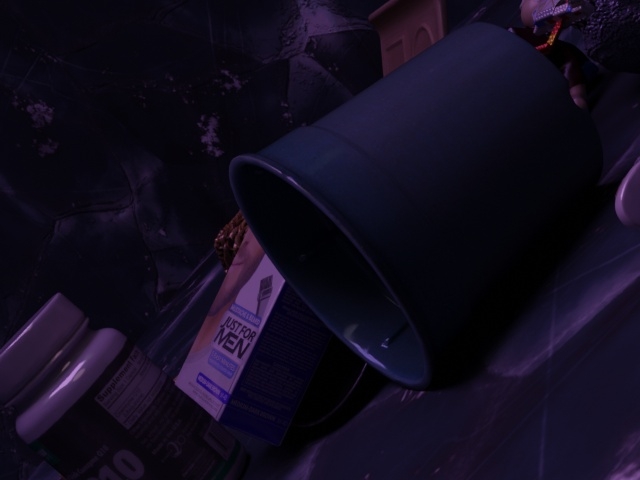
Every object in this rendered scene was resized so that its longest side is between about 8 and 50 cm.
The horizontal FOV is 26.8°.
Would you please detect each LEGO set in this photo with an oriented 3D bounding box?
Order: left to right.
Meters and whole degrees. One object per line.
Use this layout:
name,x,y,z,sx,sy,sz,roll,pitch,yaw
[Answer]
LEGO set,0.280,-0.282,1.757,0.244,0.060,0.182,-50,20,27

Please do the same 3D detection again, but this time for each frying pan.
frying pan,0.003,0.132,1.808,0.197,0.053,0.326,-55,25,10

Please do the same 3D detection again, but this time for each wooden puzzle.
wooden puzzle,0.177,-0.225,2.176,0.081,0.347,0.322,-10,0,-13

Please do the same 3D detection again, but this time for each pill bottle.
pill bottle,-0.297,0.256,1.905,0.204,0.361,0.204,-45,8,8

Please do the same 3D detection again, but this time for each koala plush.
koala plush,0.450,-0.338,1.747,0.221,0.196,0.203,-33,27,55

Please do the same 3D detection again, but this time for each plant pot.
plant pot,0.128,-0.061,1.576,0.334,0.341,0.341,-40,6,-17

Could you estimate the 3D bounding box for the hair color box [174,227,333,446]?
hair color box,-0.056,0.082,1.795,0.338,0.110,0.185,-63,26,-3

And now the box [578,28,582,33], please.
box,0.529,-0.469,2.218,0.261,0.103,0.184,-39,14,40

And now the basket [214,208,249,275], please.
basket,0.000,0.000,2.340,0.223,0.213,0.299,-1,35,34

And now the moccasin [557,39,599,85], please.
moccasin,0.310,-0.244,2.151,0.137,0.117,0.342,-51,10,-34

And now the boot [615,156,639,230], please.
boot,0.347,-0.066,1.352,0.190,0.069,0.086,-41,-1,-25

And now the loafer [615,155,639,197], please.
loafer,0.333,-0.049,1.411,0.039,0.045,0.125,-60,-7,32

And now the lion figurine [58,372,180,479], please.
lion figurine,-0.279,0.341,2.302,0.240,0.142,0.392,-50,-8,25

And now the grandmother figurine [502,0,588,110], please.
grandmother figurine,0.288,-0.231,1.927,0.104,0.208,0.342,103,-171,-76
